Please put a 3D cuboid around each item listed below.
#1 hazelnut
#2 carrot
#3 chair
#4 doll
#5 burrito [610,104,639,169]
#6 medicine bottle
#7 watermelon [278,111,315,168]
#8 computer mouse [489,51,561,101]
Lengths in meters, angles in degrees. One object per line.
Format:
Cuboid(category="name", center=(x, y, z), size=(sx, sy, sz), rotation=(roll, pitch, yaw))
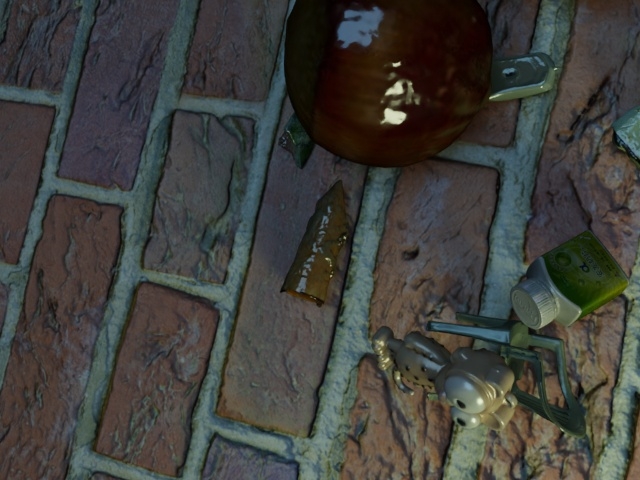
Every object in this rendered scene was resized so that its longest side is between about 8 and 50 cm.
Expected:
Cuboid(category="hazelnut", center=(0.124, -0.331, 1.767), size=(0.421, 0.353, 0.421), rotation=(8, 119, 16))
Cuboid(category="carrot", center=(0.000, 0.000, 1.907), size=(0.102, 0.102, 0.263), rotation=(15, 85, 20))
Cuboid(category="chair", center=(0.346, 0.242, 1.697), size=(0.274, 0.203, 0.190), rotation=(4, 93, 28))
Cuboid(category="doll", center=(0.211, 0.231, 1.599), size=(0.278, 0.154, 0.119), rotation=(13, 47, 42))
Cuboid(category="burrito", center=(0.659, -0.224, 1.725), size=(0.229, 0.089, 0.144), rotation=(-41, 85, 9))
Cuboid(category="medicine bottle", center=(0.446, 0.082, 1.701), size=(0.188, 0.088, 0.132), rotation=(-27, 71, -19))
Cuboid(category="watermelon", center=(-0.046, -0.251, 1.977), size=(0.080, 0.101, 0.155), rotation=(29, 81, 32))
Cuboid(category="computer mouse", center=(0.385, -0.324, 1.849), size=(0.181, 0.056, 0.089), rotation=(-8, 82, 15))
